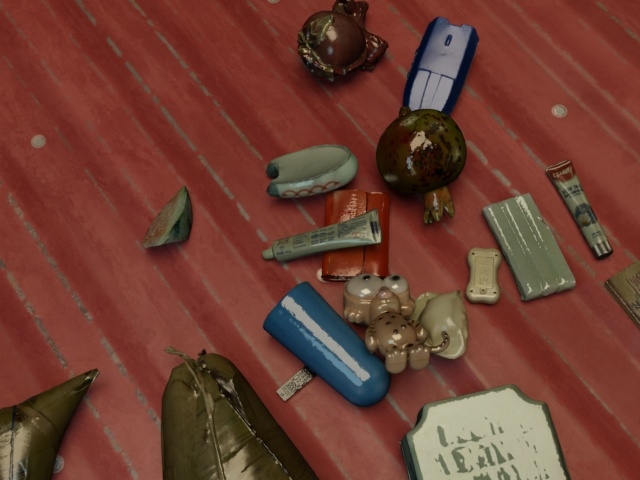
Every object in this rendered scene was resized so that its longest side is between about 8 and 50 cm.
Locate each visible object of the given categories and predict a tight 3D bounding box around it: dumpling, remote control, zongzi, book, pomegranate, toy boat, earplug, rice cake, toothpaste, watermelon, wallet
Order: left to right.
[{"bbox_3d":[-0.524,0.417,1.764,0.289,0.123,0.260,-21,72,-11],"label":"zongzi"},{"bbox_3d":[-0.275,0.448,1.658,0.466,0.218,0.500,-31,72,-21],"label":"zongzi"},{"bbox_3d":[-0.322,-0.040,1.984,0.094,0.081,0.180,12,50,25],"label":"watermelon"},{"bbox_3d":[-0.047,0.287,1.853,0.091,0.016,0.034,-39,76,-13],"label":"remote control"},{"bbox_3d":[-0.017,-0.143,2.005,0.207,0.079,0.134,-14,35,4],"label":"toy boat"},{"bbox_3d":[0.000,-0.001,1.925,0.268,0.047,0.069,-15,41,18],"label":"toothpaste"},{"bbox_3d":[0.026,0.220,1.825,0.273,0.132,0.132,42,74,14],"label":"earplug"},{"bbox_3d":[0.077,-0.012,1.963,0.142,0.045,0.205,1,66,5],"label":"wallet"},{"bbox_3d":[0.213,-0.161,1.965,0.198,0.198,0.246,8,107,6],"label":"pomegranate"},{"bbox_3d":[0.259,-0.354,2.092,0.129,0.088,0.295,19,79,10],"label":"toy boat"},{"bbox_3d":[0.230,0.171,1.851,0.134,0.100,0.169,-10,64,12],"label":"dumpling"},{"bbox_3d":[0.342,0.074,1.921,0.074,0.032,0.122,4,67,9],"label":"remote control"},{"bbox_3d":[0.441,0.011,1.939,0.127,0.043,0.237,-18,67,-4],"label":"rice cake"},{"bbox_3d":[0.561,-0.068,1.974,0.062,0.039,0.239,-21,65,1],"label":"toothpaste"},{"bbox_3d":[0.730,0.091,1.902,0.230,0.026,0.161,-30,69,-10],"label":"book"}]

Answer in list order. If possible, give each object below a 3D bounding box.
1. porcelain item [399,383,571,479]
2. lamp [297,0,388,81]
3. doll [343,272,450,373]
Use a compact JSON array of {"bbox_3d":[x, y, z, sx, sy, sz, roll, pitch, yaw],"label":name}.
[{"bbox_3d":[0.304,0.428,1.701,0.285,0.157,0.282,-14,68,-5],"label":"porcelain item"},{"bbox_3d":[0.031,-0.465,2.122,0.223,0.151,0.215,-4,64,-47],"label":"lamp"},{"bbox_3d":[0.139,0.157,1.799,0.154,0.119,0.278,-12,32,-17],"label":"doll"}]
